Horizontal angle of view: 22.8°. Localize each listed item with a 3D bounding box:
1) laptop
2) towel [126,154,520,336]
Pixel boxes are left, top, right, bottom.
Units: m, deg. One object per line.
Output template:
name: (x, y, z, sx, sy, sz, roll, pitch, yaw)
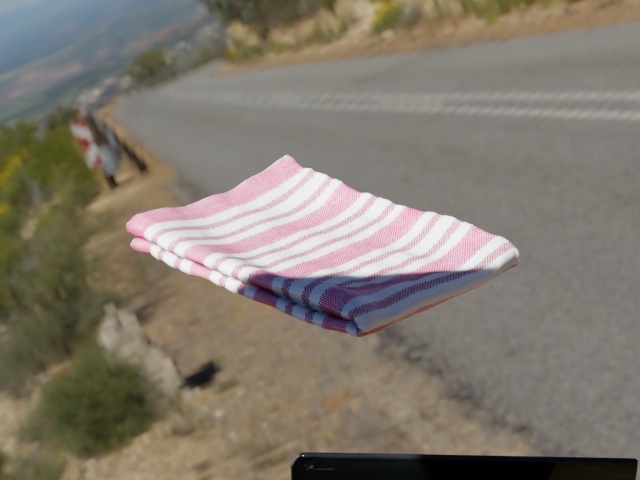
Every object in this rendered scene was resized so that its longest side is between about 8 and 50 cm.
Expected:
laptop: (0.100, 0.202, 1.186, 0.234, 0.136, 0.264, 1, 4, 3)
towel: (0.000, 0.000, 0.943, 0.197, 0.029, 0.144, 20, 30, 38)
